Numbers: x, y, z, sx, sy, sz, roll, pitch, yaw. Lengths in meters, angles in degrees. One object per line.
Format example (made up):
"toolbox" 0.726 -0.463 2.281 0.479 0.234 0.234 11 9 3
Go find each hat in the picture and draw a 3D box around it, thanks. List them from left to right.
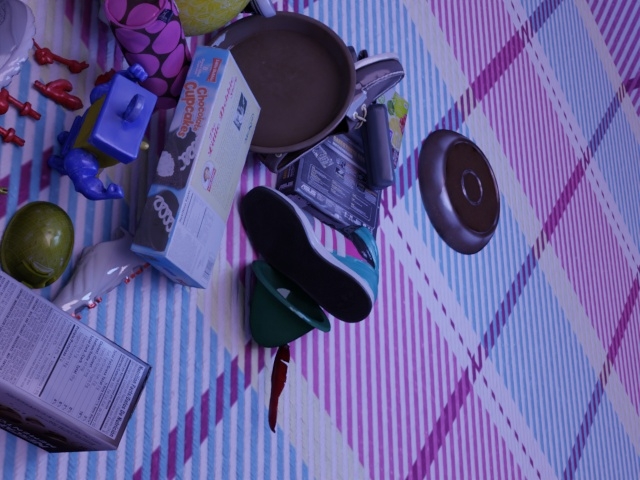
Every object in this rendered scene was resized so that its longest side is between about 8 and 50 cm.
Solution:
"hat" -0.100 0.161 1.360 0.173 0.183 0.208 37 9 -23

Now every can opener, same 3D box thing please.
"can opener" 0.087 -0.236 1.572 0.093 0.074 0.280 -11 88 -11

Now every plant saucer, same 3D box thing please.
"plant saucer" -0.077 -0.268 1.388 0.041 0.278 0.277 83 8 -70
"plant saucer" 0.344 -0.121 1.922 0.311 0.050 0.310 18 66 -45

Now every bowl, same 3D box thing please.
"bowl" -0.258 -0.389 1.238 0.289 0.289 0.156 14 111 -45

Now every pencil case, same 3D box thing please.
"pencil case" -0.232 -0.278 1.156 0.095 0.209 0.098 38 74 15

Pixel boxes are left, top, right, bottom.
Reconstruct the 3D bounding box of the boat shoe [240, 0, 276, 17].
"boat shoe" -0.132 -0.427 1.400 0.228 0.076 0.080 -112 178 -58

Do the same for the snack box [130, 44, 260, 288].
"snack box" -0.179 -0.104 1.218 0.187 0.060 0.321 61 42 -70

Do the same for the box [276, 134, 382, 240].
"box" 0.024 -0.116 1.561 0.231 0.056 0.183 31 55 -38

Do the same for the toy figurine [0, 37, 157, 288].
"toy figurine" -0.321 -0.136 1.068 0.191 0.217 0.362 37 53 -35

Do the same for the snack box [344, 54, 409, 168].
"snack box" 0.084 -0.262 1.663 0.207 0.070 0.174 34 56 -34

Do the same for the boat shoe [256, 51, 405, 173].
"boat shoe" 0.023 -0.230 1.451 0.324 0.116 0.096 -29 75 -15

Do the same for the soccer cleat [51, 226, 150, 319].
"soccer cleat" -0.322 0.051 1.130 0.076 0.068 0.196 51 43 -4

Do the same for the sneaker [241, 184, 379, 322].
"sneaker" 0.000 0.000 1.453 0.295 0.124 0.178 47 25 -2

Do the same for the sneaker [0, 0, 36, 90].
"sneaker" -0.460 -0.221 1.025 0.115 0.105 0.281 41 52 -32

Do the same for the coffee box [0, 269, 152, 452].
"coffee box" -0.375 0.137 0.960 0.297 0.168 0.118 41 51 -33
